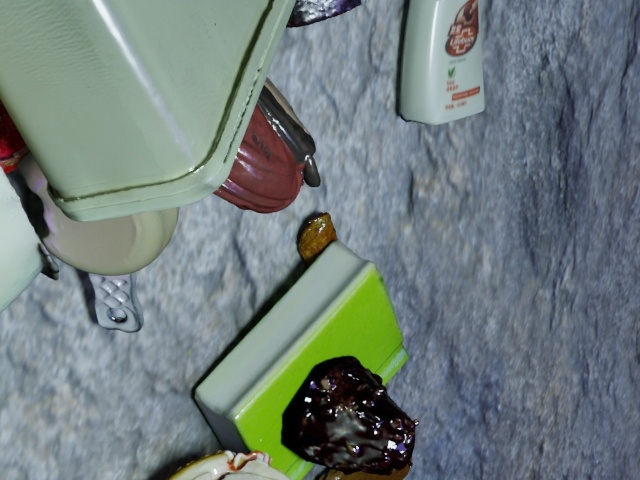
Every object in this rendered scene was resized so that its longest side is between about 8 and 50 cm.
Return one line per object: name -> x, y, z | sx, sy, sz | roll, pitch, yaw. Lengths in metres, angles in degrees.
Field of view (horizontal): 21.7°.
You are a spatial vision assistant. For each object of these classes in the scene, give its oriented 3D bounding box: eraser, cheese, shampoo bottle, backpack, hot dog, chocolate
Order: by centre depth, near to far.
cheese -> -0.225, -0.006, 1.729 | 0.082, 0.163, 0.286 | -68, 166, -44
backpack -> -0.106, -0.116, 1.754 | 0.139, 0.229, 0.229 | -41, 146, 15
chocolate -> 0.055, 0.229, 2.029 | 0.156, 0.133, 0.156 | -30, 132, -39
eraser -> -0.015, 0.166, 2.086 | 0.274, 0.092, 0.210 | -47, 140, -22
hot dog -> 0.000, 0.000, 2.102 | 0.058, 0.035, 0.083 | -51, 147, -27
shampoo bottle -> 0.168, -0.296, 2.172 | 0.153, 0.071, 0.284 | -21, 121, -49

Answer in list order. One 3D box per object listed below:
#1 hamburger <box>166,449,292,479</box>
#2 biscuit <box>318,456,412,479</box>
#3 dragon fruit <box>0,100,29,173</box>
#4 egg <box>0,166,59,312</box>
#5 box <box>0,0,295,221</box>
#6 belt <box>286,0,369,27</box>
hamburger -> -0.116, 0.386, 2.003 | 0.227, 0.151, 0.295 | -20, 136, -14
biscuit -> 0.037, 0.384, 2.303 | 0.290, 0.041, 0.208 | -52, 140, -27
dragon fruit -> -0.340, -0.108, 1.575 | 0.153, 0.153, 0.111 | -40, 171, -36
egg -> -0.433, -0.028, 1.298 | 0.340, 0.354, 0.354 | -33, 132, -12
box -> -0.195, -0.258, 1.521 | 0.344, 0.177, 0.352 | 61, 31, -34
belt -> 0.006, -0.359, 1.849 | 0.289, 0.184, 0.164 | -42, 129, -42
